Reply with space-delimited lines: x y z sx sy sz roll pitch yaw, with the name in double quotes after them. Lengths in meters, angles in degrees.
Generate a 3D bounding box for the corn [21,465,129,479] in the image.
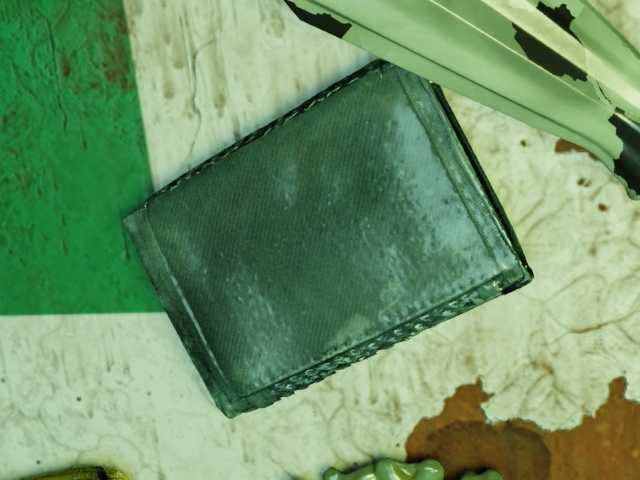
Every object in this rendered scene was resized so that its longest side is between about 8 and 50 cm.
-0.299 0.290 1.215 0.203 0.072 0.072 -16 101 20 "corn"

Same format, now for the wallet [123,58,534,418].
0.000 0.000 1.037 0.342 0.075 0.237 -29 91 24 "wallet"

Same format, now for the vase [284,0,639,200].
0.136 -0.175 0.895 0.360 0.165 0.165 33 113 -3 "vase"

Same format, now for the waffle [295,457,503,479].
0.090 0.361 1.127 0.292 0.056 0.309 -11 102 19 "waffle"
